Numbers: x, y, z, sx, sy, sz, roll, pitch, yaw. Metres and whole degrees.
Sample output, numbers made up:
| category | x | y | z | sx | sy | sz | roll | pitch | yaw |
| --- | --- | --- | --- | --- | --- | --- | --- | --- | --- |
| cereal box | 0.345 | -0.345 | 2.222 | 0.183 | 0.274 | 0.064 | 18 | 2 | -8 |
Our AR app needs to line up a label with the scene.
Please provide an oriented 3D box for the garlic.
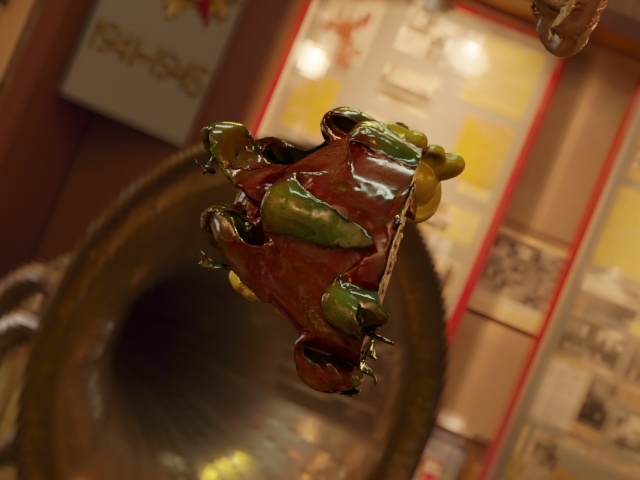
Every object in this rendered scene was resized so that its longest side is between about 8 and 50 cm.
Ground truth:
| category | x | y | z | sx | sy | sz | roll | pitch | yaw |
| --- | --- | --- | --- | --- | --- | --- | --- | --- | --- |
| garlic | 0.211 | -0.215 | 1.506 | 0.074 | 0.113 | 0.094 | 9 | 16 | -33 |

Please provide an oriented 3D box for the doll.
| category | x | y | z | sx | sy | sz | roll | pitch | yaw |
| --- | --- | --- | --- | --- | --- | --- | --- | --- | --- |
| doll | 0.022 | -0.024 | 1.521 | 0.135 | 0.241 | 0.099 | 50 | 36 | -6 |

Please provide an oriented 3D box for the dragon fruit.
| category | x | y | z | sx | sy | sz | roll | pitch | yaw |
| --- | --- | --- | --- | --- | --- | --- | --- | --- | --- |
| dragon fruit | 0.000 | 0.000 | 0.890 | 0.175 | 0.138 | 0.142 | 23 | -3 | 31 |
